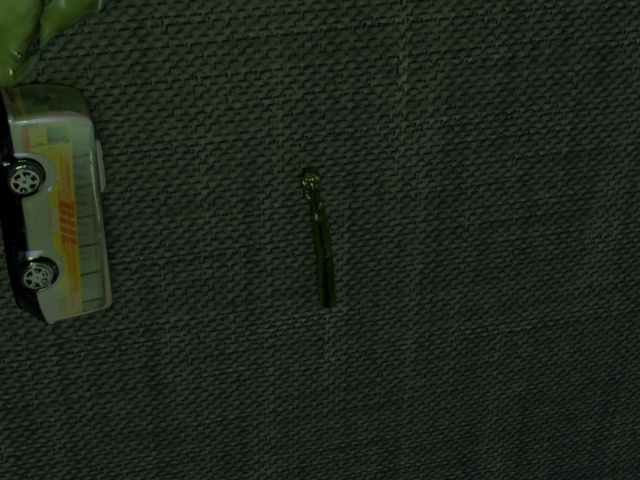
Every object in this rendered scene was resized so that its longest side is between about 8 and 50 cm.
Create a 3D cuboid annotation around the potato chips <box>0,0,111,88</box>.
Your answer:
[{"bbox_3d":[-0.203,-0.198,0.548,0.097,0.373,0.389,33,110,12],"label":"potato chips"}]

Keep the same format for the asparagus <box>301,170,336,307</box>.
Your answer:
[{"bbox_3d":[0.000,0.000,0.889,0.018,0.015,0.127,-15,127,-9],"label":"asparagus"}]

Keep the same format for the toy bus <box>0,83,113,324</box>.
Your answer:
[{"bbox_3d":[-0.183,-0.025,0.790,0.072,0.057,0.172,-11,127,-17],"label":"toy bus"}]
